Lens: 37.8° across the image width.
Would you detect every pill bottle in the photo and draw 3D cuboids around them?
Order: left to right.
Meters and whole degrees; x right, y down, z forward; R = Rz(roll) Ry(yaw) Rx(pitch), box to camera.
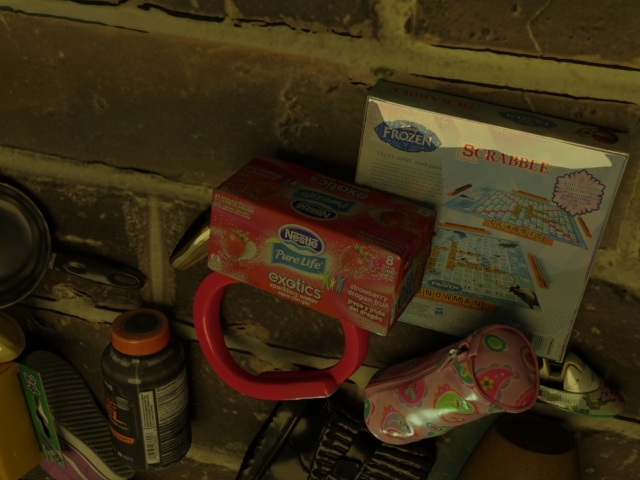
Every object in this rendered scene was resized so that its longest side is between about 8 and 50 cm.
[{"bbox_3d":[-0.271,0.228,1.456,0.130,0.130,0.246,8,121,12],"label":"pill bottle"}]

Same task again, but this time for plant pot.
[{"bbox_3d":[0.282,0.388,1.347,0.237,0.237,0.255,12,107,10],"label":"plant pot"}]

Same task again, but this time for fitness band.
[{"bbox_3d":[-0.061,0.121,1.327,0.290,0.054,0.209,-9,101,38],"label":"fitness band"}]

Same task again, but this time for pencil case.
[{"bbox_3d":[0.168,0.196,1.257,0.124,0.124,0.284,41,147,-9],"label":"pencil case"}]

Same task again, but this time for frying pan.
[{"bbox_3d":[-0.441,-0.003,1.411,0.325,0.053,0.197,-8,97,-7],"label":"frying pan"}]

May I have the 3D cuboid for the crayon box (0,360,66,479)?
[{"bbox_3d":[-0.571,0.265,1.530,0.322,0.083,0.203,16,125,33],"label":"crayon box"}]

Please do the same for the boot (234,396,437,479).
[{"bbox_3d":[0.003,0.393,1.468,0.260,0.131,0.348,29,123,-1],"label":"boot"}]

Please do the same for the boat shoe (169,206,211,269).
[{"bbox_3d":[-0.138,-0.010,1.317,0.072,0.068,0.190,37,124,-20],"label":"boat shoe"}]

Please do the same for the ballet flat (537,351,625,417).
[{"bbox_3d":[0.312,0.185,1.289,0.221,0.077,0.079,12,119,15],"label":"ballet flat"}]

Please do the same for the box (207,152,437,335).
[{"bbox_3d":[0.000,0.000,1.168,0.256,0.128,0.123,20,125,18],"label":"box"}]

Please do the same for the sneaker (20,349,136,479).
[{"bbox_3d":[-0.453,0.318,1.584,0.161,0.102,0.282,-18,113,29],"label":"sneaker"}]

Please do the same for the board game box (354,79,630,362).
[{"bbox_3d":[0.196,-0.020,1.204,0.318,0.066,0.318,14,123,9],"label":"board game box"}]

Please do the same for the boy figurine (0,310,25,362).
[{"bbox_3d":[-0.583,0.116,1.470,0.285,0.177,0.092,12,159,22],"label":"boy figurine"}]
